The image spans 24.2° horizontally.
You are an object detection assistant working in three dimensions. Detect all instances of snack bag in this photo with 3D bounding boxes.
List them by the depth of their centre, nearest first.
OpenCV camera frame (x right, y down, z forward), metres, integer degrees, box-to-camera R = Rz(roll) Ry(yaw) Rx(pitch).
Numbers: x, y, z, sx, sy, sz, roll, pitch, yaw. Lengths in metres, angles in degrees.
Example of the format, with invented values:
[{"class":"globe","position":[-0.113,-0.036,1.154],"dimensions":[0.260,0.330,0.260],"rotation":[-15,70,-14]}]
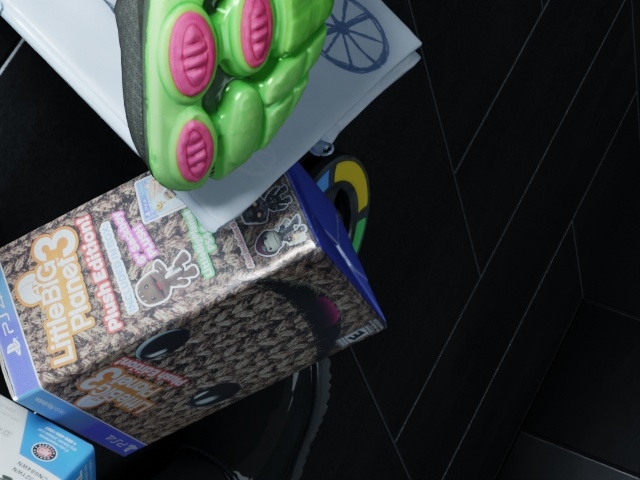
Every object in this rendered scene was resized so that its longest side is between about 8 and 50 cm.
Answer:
[{"class":"snack bag","position":[-0.101,-0.191,1.247],"dimensions":[0.037,0.323,0.342],"rotation":[-41,-175,48]}]

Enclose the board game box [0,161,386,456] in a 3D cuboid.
[{"class":"board game box","position":[-0.120,0.050,1.351],"dimensions":[0.291,0.141,0.232],"rotation":[-27,154,8]}]

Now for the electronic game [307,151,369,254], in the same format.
[{"class":"electronic game","position":[0.000,0.000,1.876],"dimensions":[0.229,0.048,0.229],"rotation":[-47,148,-43]}]

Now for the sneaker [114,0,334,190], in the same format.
[{"class":"sneaker","position":[-0.122,-0.278,1.098],"dimensions":[0.185,0.202,0.482],"rotation":[-15,101,-42]}]

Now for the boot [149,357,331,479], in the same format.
[{"class":"boot","position":[-0.175,0.277,1.628],"dimensions":[0.445,0.146,0.367],"rotation":[-30,133,-49]}]

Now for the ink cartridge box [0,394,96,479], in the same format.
[{"class":"ink cartridge box","position":[-0.309,0.232,1.265],"dimensions":[0.203,0.148,0.086],"rotation":[-47,154,-44]}]
